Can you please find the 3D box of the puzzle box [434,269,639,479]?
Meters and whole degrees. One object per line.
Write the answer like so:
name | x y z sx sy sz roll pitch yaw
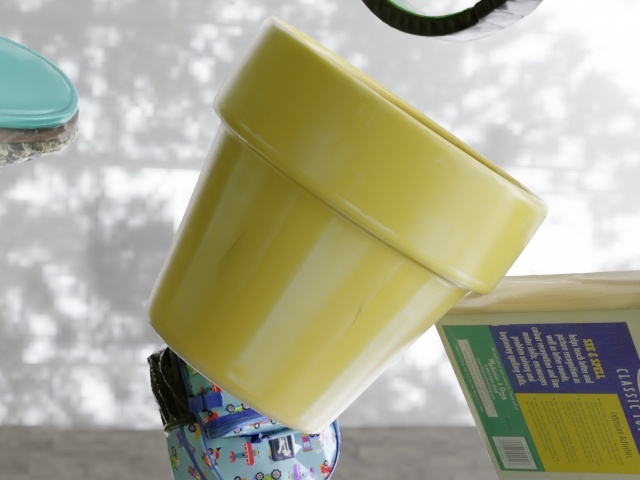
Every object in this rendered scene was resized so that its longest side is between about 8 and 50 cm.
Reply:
puzzle box | 0.278 0.198 1.513 0.272 0.052 0.409 -3 -56 34

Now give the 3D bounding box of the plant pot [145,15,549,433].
plant pot | 0.000 0.000 1.403 0.239 0.254 0.254 -55 -147 7

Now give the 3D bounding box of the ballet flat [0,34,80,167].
ballet flat | -0.420 -0.122 1.383 0.182 0.483 0.164 -52 -143 27

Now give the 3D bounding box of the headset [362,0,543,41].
headset | 0.192 -0.337 1.701 0.394 0.185 0.243 -34 -113 34

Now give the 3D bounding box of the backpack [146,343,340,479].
backpack | -0.054 0.156 1.613 0.117 0.158 0.173 -36 -117 59
